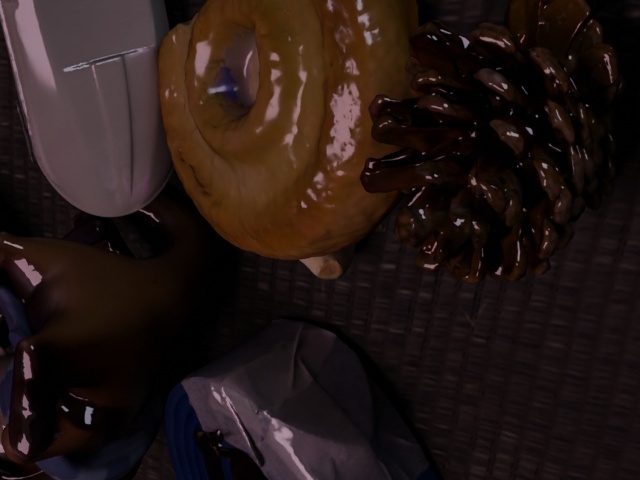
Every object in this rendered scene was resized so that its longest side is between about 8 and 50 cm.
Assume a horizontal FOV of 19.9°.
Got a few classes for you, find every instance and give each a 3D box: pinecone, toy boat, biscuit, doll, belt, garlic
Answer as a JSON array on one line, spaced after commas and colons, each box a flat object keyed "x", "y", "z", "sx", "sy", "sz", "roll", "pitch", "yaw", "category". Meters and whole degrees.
[{"x": 0.109, "y": -0.062, "z": 1.141, "sx": 0.150, "sy": 0.195, "sz": 0.179, "roll": 16, "pitch": 141, "yaw": 17, "category": "pinecone"}, {"x": -0.190, "y": -0.157, "z": 1.449, "sx": 0.141, "sy": 0.141, "sz": 0.269, "roll": 24, "pitch": 132, "yaw": 37, "category": "toy boat"}, {"x": -0.026, "y": -0.093, "z": 1.318, "sx": 0.274, "sy": 0.091, "sz": 0.213, "roll": -32, "pitch": 71, "yaw": 48, "category": "biscuit"}, {"x": -0.227, "y": 0.103, "z": 1.567, "sx": 0.209, "sy": 0.318, "sz": 0.340, "roll": 20, "pitch": 143, "yaw": -1, "category": "doll"}, {"x": 0.002, "y": 0.243, "z": 1.515, "sx": 0.212, "sy": 0.117, "sz": 0.347, "roll": -8, "pitch": 108, "yaw": 52, "category": "belt"}, {"x": -0.001, "y": 0.001, "z": 1.404, "sx": 0.083, "sy": 0.053, "sz": 0.041, "roll": 48, "pitch": 129, "yaw": 45, "category": "garlic"}]
